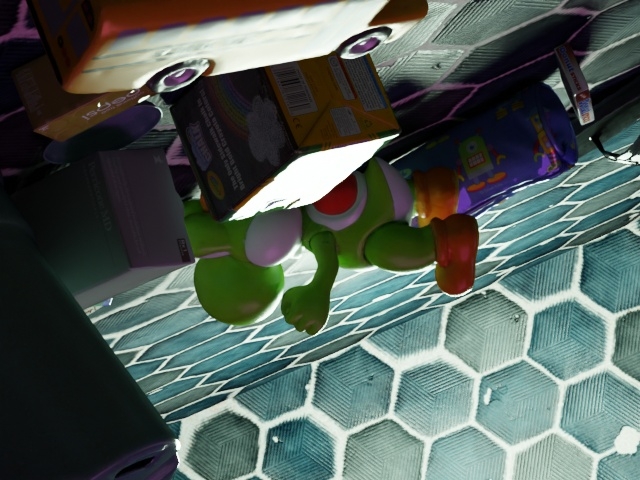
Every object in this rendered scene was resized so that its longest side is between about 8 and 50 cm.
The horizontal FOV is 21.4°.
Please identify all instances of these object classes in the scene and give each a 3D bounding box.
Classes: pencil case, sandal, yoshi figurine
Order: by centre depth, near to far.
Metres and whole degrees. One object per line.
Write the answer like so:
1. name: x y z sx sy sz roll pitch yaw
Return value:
1. yoshi figurine: -0.004 0.016 2.048 0.362 0.203 0.203 -2 173 -12
2. pencil case: 0.186 -0.082 2.177 0.306 0.133 0.119 -29 157 22
3. sandal: 0.506 -0.191 2.350 0.446 0.107 0.167 -29 167 27

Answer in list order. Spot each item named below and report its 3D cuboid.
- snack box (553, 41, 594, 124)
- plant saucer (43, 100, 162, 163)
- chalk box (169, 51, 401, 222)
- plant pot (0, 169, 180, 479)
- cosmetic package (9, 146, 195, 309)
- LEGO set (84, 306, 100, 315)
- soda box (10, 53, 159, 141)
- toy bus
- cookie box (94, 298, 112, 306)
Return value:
1. snack box: 0.314 -0.192 2.094 0.022 0.064 0.178 -23 168 7
2. plant saucer: -0.208 -0.108 1.594 0.119 0.021 0.119 -22 169 -5
3. chalk box: -0.047 -0.106 1.638 0.132 0.132 0.213 -14 166 -36
4. plant pot: -0.323 0.147 1.505 0.341 0.334 0.341 -39 163 -14
5. cosmetic package: -0.250 0.003 1.691 0.238 0.127 0.107 -25 169 38
6. LEGO set: -0.295 0.046 2.104 0.182 0.060 0.244 -33 171 -11
7. soda box: -0.161 -0.149 1.412 0.181 0.058 0.061 -25 168 10
8. toy bus: -0.057 -0.198 1.278 0.333 0.108 0.130 -14 164 -34
9. cookie box: -0.257 0.018 1.863 0.092 0.040 0.107 -3 113 -59
